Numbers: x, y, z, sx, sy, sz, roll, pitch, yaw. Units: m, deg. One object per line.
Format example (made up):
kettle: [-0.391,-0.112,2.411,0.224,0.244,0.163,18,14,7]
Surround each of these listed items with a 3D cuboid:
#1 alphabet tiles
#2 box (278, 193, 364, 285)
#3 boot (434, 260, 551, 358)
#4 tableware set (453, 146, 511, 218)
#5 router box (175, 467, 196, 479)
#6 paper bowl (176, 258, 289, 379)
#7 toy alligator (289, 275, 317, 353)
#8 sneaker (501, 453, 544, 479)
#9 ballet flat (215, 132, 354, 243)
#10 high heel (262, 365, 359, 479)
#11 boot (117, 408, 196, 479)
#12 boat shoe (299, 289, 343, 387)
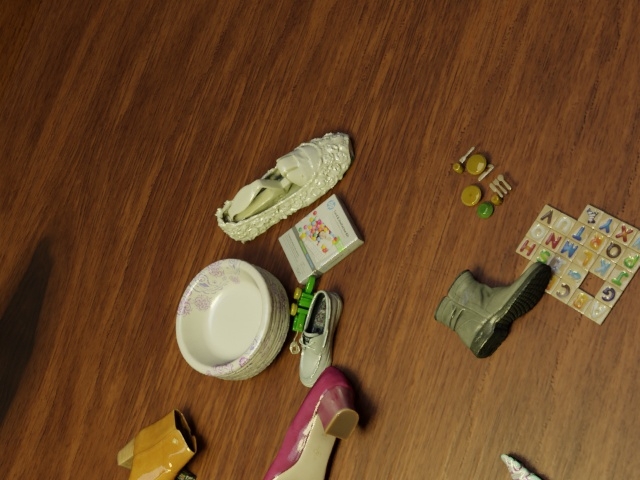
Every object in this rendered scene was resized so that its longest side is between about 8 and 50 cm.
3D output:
alphabet tiles: [0.519,0.028,1.707,0.237,0.009,0.198,35,94,37]
box: [0.000,0.000,2.053,0.186,0.038,0.145,-37,57,17]
boot: [0.345,0.107,1.749,0.246,0.083,0.161,-53,52,13]
tableware set: [0.349,-0.125,1.872,0.104,0.024,0.154,-46,55,16]
router box: [-0.373,0.597,2.091,0.122,0.038,0.092,22,87,37]
paper bowl: [-0.198,0.197,2.048,0.284,0.148,0.284,-13,66,30]
toy alligator: [-0.047,0.177,2.016,0.051,0.056,0.190,157,128,-75]
sneaker: [0.375,0.462,1.630,0.098,0.038,0.069,35,94,38]
ballet flat: [-0.096,-0.133,2.109,0.409,0.147,0.147,-37,56,17]
high heel: [-0.042,0.464,1.899,0.377,0.127,0.181,-51,24,14]
boot: [-0.377,0.565,2.016,0.211,0.104,0.295,-36,52,18]
boat shoe: [-0.014,0.223,1.954,0.079,0.081,0.228,7,77,36]
